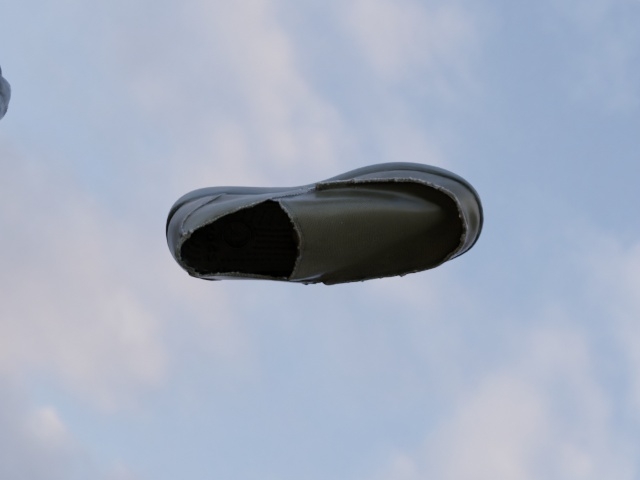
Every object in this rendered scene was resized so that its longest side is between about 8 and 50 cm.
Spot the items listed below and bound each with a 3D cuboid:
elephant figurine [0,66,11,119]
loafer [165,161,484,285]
[{"bbox_3d":[-0.159,-0.087,0.461,0.186,0.239,0.169,44,-42,29],"label":"elephant figurine"},{"bbox_3d":[0.000,0.000,1.262,0.251,0.087,0.094,-7,-72,9],"label":"loafer"}]
